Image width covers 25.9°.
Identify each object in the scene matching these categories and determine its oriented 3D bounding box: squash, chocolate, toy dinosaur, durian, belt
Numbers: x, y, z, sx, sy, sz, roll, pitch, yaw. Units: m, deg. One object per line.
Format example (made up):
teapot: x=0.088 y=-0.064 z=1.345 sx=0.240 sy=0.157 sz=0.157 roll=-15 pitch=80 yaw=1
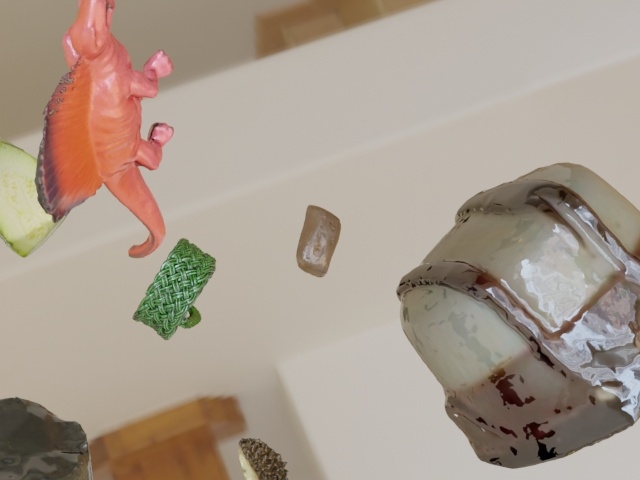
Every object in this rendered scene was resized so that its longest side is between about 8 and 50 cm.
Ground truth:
squash: x=-0.349 y=-0.076 z=1.413 sx=0.200 sy=0.090 sz=0.075 roll=39 pitch=170 yaw=-3
chocolate: x=0.191 y=0.045 z=1.243 sx=0.186 sy=0.283 sz=0.283 roll=50 pitch=175 yaw=-18
chocolate: x=0.000 y=0.000 z=2.004 sx=0.031 sy=0.064 sz=0.101 roll=-13 pitch=54 yaw=51
toy dinosaur: x=-0.160 y=-0.049 z=0.999 sx=0.139 sy=0.070 sz=0.286 roll=-66 pitch=-16 yaw=-45
durian: x=-0.075 y=0.311 z=1.780 sx=0.052 sy=0.066 sz=0.130 roll=-7 pitch=-109 yaw=-59
belt: x=-0.173 y=0.065 z=1.742 sx=0.079 sy=0.121 sz=0.151 roll=32 pitch=179 yaw=-5

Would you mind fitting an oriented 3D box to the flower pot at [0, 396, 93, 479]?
flower pot: x=-0.243 y=0.197 z=1.090 sx=0.157 sy=0.157 sz=0.107 roll=-126 pitch=36 yaw=-55
